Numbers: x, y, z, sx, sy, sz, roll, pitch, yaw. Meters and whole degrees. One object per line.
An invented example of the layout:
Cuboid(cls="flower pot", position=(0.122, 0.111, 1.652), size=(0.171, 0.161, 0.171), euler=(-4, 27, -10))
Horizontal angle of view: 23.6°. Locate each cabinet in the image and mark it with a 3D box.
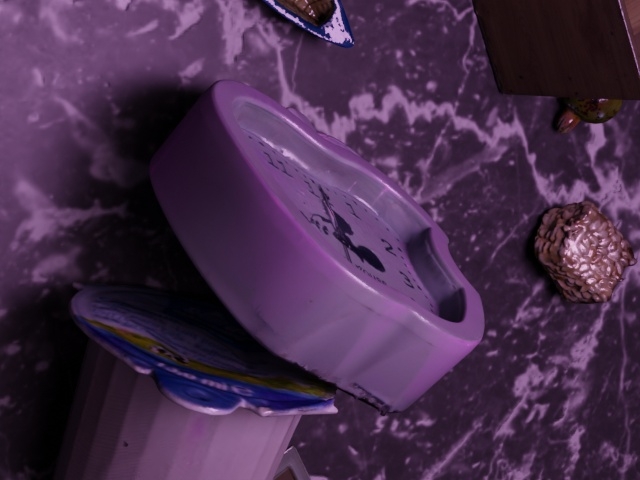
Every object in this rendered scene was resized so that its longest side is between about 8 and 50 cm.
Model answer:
Cuboid(cls="cabinet", position=(0.301, -0.252, 1.614), size=(0.175, 0.215, 0.148), euler=(-32, 114, -28))

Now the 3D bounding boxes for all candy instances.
Cuboid(cls="candy", position=(0.297, 0.015, 1.738), size=(0.110, 0.085, 0.095), euler=(42, 63, -28))

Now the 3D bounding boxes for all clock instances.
Cuboid(cls="clock", position=(0.000, 0.000, 1.412), size=(0.338, 0.338, 0.102), euler=(31, 112, -35))

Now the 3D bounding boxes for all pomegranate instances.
Cuboid(cls="pomegranate", position=(0.297, -0.161, 1.721), size=(0.084, 0.073, 0.073), euler=(-31, 115, -11))

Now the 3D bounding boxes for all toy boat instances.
Cuboid(cls="toy boat", position=(-0.046, -0.266, 1.470), size=(0.229, 0.046, 0.080), euler=(46, 70, -32))

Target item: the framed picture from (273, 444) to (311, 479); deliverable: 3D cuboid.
Cuboid(cls="framed picture", position=(-0.061, 0.389, 1.580), size=(0.232, 0.019, 0.296), euler=(-35, 116, -26))

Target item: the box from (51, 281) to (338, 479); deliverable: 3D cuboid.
Cuboid(cls="box", position=(-0.125, 0.186, 1.350), size=(0.262, 0.291, 0.206), euler=(17, 103, -9))
